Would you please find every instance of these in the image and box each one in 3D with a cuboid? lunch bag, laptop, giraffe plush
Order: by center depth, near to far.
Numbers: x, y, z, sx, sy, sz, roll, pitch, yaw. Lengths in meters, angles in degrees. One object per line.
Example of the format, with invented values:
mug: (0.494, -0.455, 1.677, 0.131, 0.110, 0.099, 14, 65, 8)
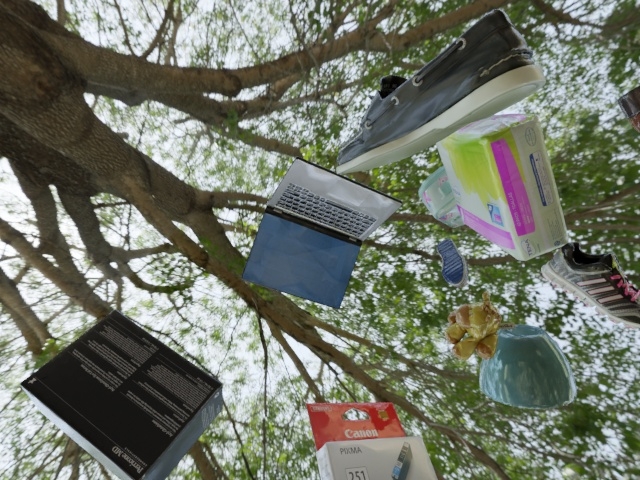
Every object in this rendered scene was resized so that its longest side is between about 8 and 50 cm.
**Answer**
lunch bag: (0.395, -0.159, 1.040, 0.279, 0.224, 0.108, -41, -121, 24)
giraffe plush: (0.473, 0.248, 1.243, 0.210, 0.170, 0.182, -23, -127, 11)
laptop: (0.000, 0.000, 1.361, 0.381, 0.408, 0.237, 20, -127, -19)

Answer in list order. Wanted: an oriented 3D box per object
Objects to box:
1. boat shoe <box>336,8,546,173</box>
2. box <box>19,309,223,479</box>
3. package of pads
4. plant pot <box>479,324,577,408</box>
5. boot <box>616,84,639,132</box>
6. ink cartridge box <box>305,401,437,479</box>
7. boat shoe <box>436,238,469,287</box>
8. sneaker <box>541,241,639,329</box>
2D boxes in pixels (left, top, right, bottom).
boat shoe: (0.125, -0.187, 0.577, 0.127, 0.340, 0.113, -18, -90, -30)
box: (-0.326, 0.266, 0.705, 0.261, 0.103, 0.184, 28, -137, 17)
package of pads: (0.319, -0.118, 0.777, 0.101, 0.296, 0.229, -22, -76, 5)
plant pot: (0.671, 0.391, 1.364, 0.289, 0.290, 0.196, -8, -85, -11)
boot: (0.801, -0.237, 0.848, 0.264, 0.096, 0.281, -28, -98, -8)
ink cartridge box: (0.127, 0.517, 1.039, 0.296, 0.066, 0.261, 11, -140, -28)
boat shoe: (0.358, 0.066, 1.083, 0.066, 0.183, 0.066, -35, -66, 26)
sneaker: (0.405, 0.058, 0.581, 0.063, 0.170, 0.075, -19, -49, -36)
